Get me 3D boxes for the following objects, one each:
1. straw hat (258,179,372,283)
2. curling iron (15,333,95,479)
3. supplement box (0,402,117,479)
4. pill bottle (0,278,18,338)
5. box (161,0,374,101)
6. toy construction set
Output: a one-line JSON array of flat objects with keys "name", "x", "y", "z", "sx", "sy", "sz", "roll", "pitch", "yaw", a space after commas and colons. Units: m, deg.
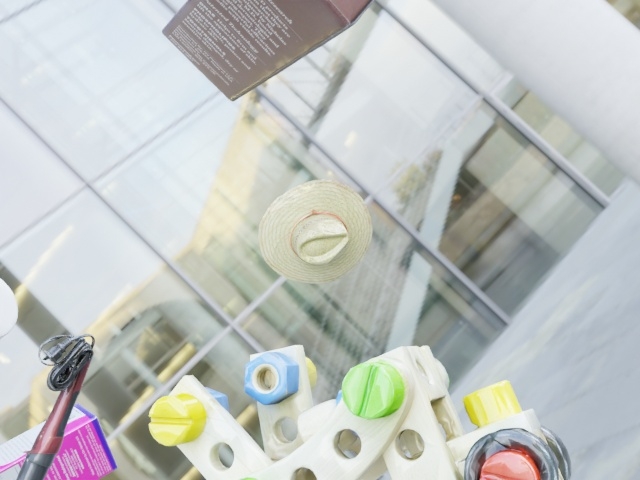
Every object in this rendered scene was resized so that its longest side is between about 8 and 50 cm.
[{"name": "straw hat", "x": 0.000, "y": 0.000, "z": 1.061, "sx": 0.144, "sy": 0.144, "sz": 0.061, "roll": -47, "pitch": 19, "yaw": 5}, {"name": "curling iron", "x": -0.318, "y": 0.228, "z": 0.972, "sx": 0.068, "sy": 0.035, "sz": 0.274, "roll": 25, "pitch": -96, "yaw": -48}, {"name": "supplement box", "x": -0.489, "y": 0.396, "z": 1.534, "sx": 0.220, "sy": 0.114, "sz": 0.111, "roll": -26, "pitch": 17, "yaw": -28}, {"name": "pill bottle", "x": -0.697, "y": 0.173, "z": 1.592, "sx": 0.318, "sy": 0.176, "sz": 0.176, "roll": -28, "pitch": 4, "yaw": 31}, {"name": "box", "x": -0.035, "y": -0.300, "z": 0.996, "sx": 0.191, "sy": 0.143, "sz": 0.381, "roll": -51, "pitch": 18, "yaw": -18}, {"name": "toy construction set", "x": 0.055, "y": 0.197, "z": 0.497, "sx": 0.215, "sy": 0.327, "sz": 0.151, "roll": -26, "pitch": -1, "yaw": 17}]
